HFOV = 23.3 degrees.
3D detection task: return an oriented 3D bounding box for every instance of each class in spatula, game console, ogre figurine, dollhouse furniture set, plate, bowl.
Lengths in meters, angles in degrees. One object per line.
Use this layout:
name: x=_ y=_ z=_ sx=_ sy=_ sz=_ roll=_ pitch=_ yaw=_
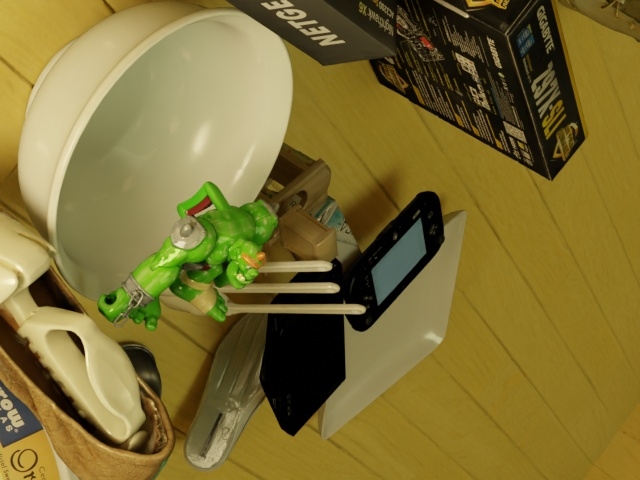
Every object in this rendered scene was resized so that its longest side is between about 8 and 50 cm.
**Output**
spatula: x=-0.081 y=0.049 z=1.636 sx=0.168 sy=0.242 sz=0.019 roll=52 pitch=41 yaw=-58
game console: x=0.045 y=0.063 z=1.894 sx=0.361 sy=0.044 sz=0.213 roll=-46 pitch=150 yaw=-33
ogre figurine: x=-0.109 y=0.016 z=1.396 sx=0.197 sy=0.096 sz=0.118 roll=7 pitch=133 yaw=-44
dollhouse furniture set: x=-0.032 y=-0.018 z=1.667 sx=0.101 sy=0.182 sz=0.161 roll=-41 pitch=149 yaw=-27
plate: x=0.088 y=0.110 z=2.151 sx=0.277 sy=0.045 sz=0.278 roll=-37 pitch=147 yaw=-34
bowl: x=-0.171 y=-0.102 z=1.405 sx=0.298 sy=0.134 sz=0.297 roll=-38 pitch=148 yaw=-29

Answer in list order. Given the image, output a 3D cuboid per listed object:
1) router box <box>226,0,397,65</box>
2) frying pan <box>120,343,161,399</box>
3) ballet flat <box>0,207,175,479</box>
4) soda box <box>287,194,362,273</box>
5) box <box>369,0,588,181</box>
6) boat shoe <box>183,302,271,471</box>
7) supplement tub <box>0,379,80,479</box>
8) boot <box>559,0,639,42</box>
router box: x=-0.026 y=-0.312 z=1.335 sx=0.309 sy=0.081 sz=0.242 roll=22 pitch=66 yaw=-62
frying pan: x=-0.265 y=0.186 z=1.672 sx=0.197 sy=0.053 sz=0.326 roll=-54 pitch=156 yaw=-4
ballet flat: x=-0.235 y=0.069 z=1.285 sx=0.116 sy=0.342 sz=0.124 roll=-43 pitch=-168 yaw=-37
soda box: x=0.000 y=0.000 z=1.874 sx=0.063 sy=0.058 sz=0.183 roll=-50 pitch=153 yaw=-11
box: x=0.145 y=-0.215 z=1.653 sx=0.079 sy=0.257 sz=0.322 roll=-50 pitch=152 yaw=-9
boat shoe: x=-0.104 y=0.174 z=1.899 sx=0.226 sy=0.083 sz=0.076 roll=-58 pitch=180 yaw=4
supplement tub: x=-0.351 y=0.217 z=1.363 sx=0.316 sy=0.228 sz=0.228 roll=-23 pitch=138 yaw=-47
boot: x=0.372 y=-0.320 z=1.999 sx=0.077 sy=0.165 sz=0.213 roll=-58 pitch=154 yaw=3
